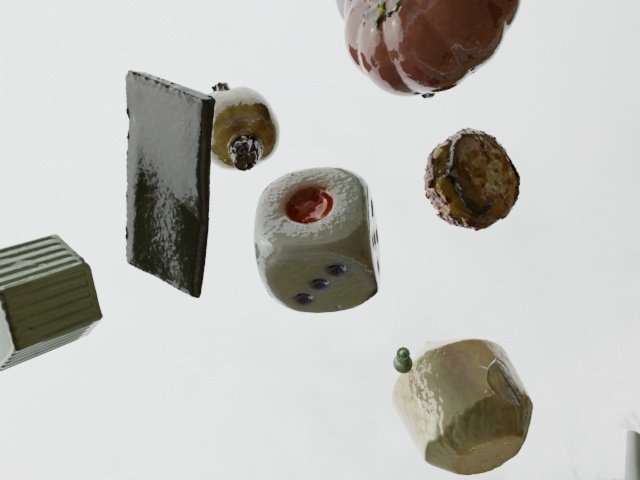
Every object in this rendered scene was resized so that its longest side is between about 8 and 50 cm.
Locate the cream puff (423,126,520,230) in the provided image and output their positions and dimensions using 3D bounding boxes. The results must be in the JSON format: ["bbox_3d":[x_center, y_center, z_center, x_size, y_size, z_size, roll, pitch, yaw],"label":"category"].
[{"bbox_3d":[0.333,-0.134,1.280,0.239,0.163,0.240,10,-105,-38],"label":"cream puff"}]

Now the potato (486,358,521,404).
[{"bbox_3d":[0.323,0.253,1.012,0.093,0.036,0.037,58,-154,-6],"label":"potato"}]

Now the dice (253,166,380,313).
[{"bbox_3d":[0.000,0.000,0.964,0.193,0.194,0.192,-6,-39,8],"label":"dice"}]

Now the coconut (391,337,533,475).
[{"bbox_3d":[0.314,0.360,1.306,0.328,0.328,0.329,-12,-68,-32],"label":"coconut"}]

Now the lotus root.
[{"bbox_3d":[-0.173,-0.228,1.199,0.182,0.310,0.183,-9,-59,-15],"label":"lotus root"}]

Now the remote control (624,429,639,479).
[{"bbox_3d":[0.699,0.541,1.190,0.109,0.055,0.313,43,-140,0],"label":"remote control"}]

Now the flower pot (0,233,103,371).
[{"bbox_3d":[-0.587,0.120,1.139,0.189,0.239,0.209,-23,-40,-49],"label":"flower pot"}]

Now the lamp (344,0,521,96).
[{"bbox_3d":[0.186,-0.375,0.932,0.239,0.305,0.306,28,-92,-44],"label":"lamp"}]

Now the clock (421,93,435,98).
[{"bbox_3d":[0.242,-0.358,1.254,0.017,0.085,0.085,2,-75,-10],"label":"clock"}]

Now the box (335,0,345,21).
[{"bbox_3d":[0.102,-0.613,1.211,0.090,0.359,0.351,-27,-55,-10],"label":"box"}]

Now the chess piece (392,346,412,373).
[{"bbox_3d":[0.168,0.241,1.155,0.042,0.042,0.093,-44,-25,-15],"label":"chess piece"}]

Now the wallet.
[{"bbox_3d":[-0.171,-0.058,0.639,0.025,0.124,0.245,-31,-42,-51],"label":"wallet"}]
